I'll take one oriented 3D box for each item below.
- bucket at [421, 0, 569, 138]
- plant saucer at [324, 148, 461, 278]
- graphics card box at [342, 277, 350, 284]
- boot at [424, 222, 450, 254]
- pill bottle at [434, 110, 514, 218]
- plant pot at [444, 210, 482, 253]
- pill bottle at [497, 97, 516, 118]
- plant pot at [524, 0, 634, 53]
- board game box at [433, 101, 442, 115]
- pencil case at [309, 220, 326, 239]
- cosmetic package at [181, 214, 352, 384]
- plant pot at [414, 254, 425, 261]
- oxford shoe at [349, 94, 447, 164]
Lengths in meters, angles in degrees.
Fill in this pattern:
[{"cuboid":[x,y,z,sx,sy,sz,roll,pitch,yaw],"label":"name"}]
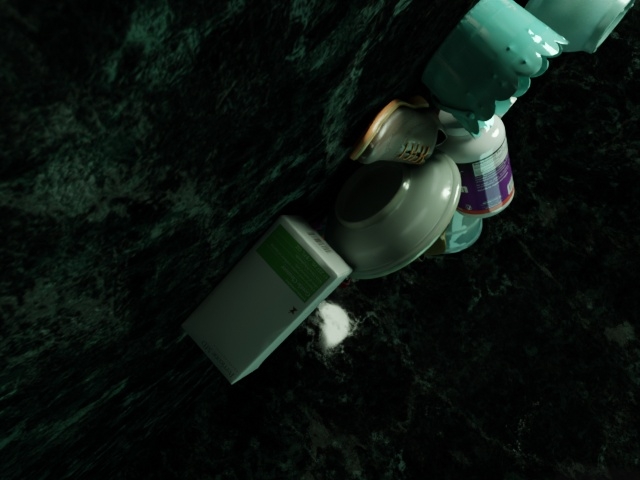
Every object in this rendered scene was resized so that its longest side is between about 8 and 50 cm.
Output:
[{"cuboid":[0.365,-0.377,1.104,0.281,0.183,0.281,-43,172,-7],"label":"bucket"},{"cuboid":[0.146,-0.099,1.267,0.400,0.100,0.401,-29,-142,26],"label":"plant saucer"},{"cuboid":[0.150,0.005,2.007,0.371,0.094,0.233,-62,174,-8],"label":"graphics card box"},{"cuboid":[0.301,-0.106,1.382,0.262,0.095,0.204,66,24,-56],"label":"boot"},{"cuboid":[0.412,-0.221,1.375,0.181,0.181,0.323,-43,135,-12],"label":"pill bottle"},{"cuboid":[0.419,-0.190,1.751,0.341,0.341,0.334,-41,149,-28],"label":"plant pot"},{"cuboid":[0.432,-0.400,1.357,0.094,0.169,0.094,-50,174,-7],"label":"pill bottle"},{"cuboid":[0.678,-0.610,1.314,0.293,0.196,0.293,-45,164,-17],"label":"plant pot"},{"cuboid":[0.448,-0.476,1.546,0.208,0.056,0.347,-45,174,-30],"label":"board game box"},{"cuboid":[0.000,0.000,1.536,0.104,0.104,0.236,-44,175,-2],"label":"pencil case"},{"cuboid":[-0.124,0.134,1.201,0.365,0.197,0.155,-47,170,12],"label":"cosmetic package"},{"cuboid":[0.168,-0.029,1.485,0.230,0.216,0.215,-10,-174,22],"label":"plant pot"},{"cuboid":[0.191,-0.231,1.138,0.363,0.133,0.130,-37,169,-48],"label":"oxford shoe"}]
